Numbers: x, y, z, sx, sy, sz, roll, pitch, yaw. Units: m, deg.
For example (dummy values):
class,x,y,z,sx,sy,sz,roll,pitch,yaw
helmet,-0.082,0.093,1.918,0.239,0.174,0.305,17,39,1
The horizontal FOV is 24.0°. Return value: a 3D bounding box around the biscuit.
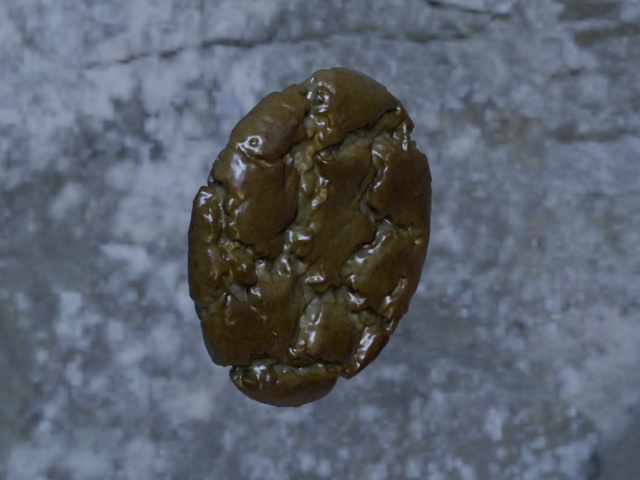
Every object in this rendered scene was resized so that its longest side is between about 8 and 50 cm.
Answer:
class,x,y,z,sx,sy,sz,roll,pitch,yaw
biscuit,0.000,0.000,0.977,0.042,0.226,0.226,17,104,41
